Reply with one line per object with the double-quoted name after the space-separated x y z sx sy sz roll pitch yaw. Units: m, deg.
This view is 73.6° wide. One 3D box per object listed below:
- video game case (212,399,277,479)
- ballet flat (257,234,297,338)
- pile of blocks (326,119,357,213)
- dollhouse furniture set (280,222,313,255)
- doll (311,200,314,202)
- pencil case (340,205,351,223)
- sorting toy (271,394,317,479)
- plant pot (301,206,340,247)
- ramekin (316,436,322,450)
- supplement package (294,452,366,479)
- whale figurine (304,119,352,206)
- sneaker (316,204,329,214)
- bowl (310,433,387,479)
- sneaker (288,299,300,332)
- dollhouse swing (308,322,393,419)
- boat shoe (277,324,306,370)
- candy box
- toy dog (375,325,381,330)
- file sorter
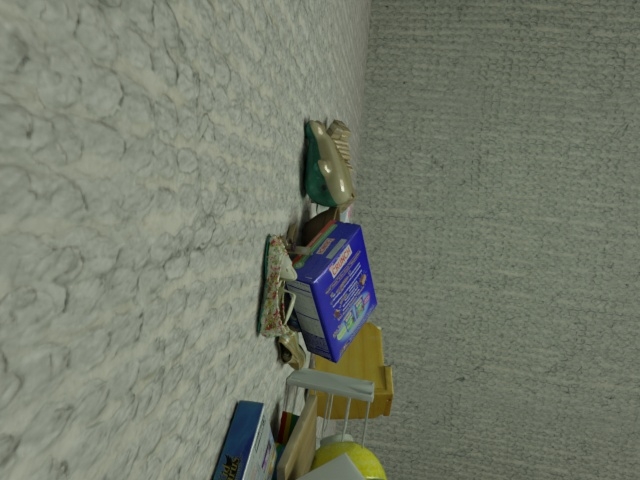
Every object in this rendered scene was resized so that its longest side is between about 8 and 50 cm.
-0.158 0.505 0.851 0.270 0.061 0.244 -75 166 -48 "video game case"
-0.093 0.108 0.995 0.091 0.077 0.241 20 74 -80 "ballet flat"
0.041 -0.290 1.645 0.112 0.149 0.363 3 79 -39 "pile of blocks"
-0.055 -0.010 1.157 0.091 0.081 0.114 86 13 -49 "dollhouse furniture set"
0.000 -0.227 1.494 0.129 0.046 0.189 163 -69 -77 "doll"
0.065 -0.046 1.844 0.124 0.113 0.273 165 -68 -73 "pencil case"
-0.091 0.612 1.209 0.257 0.089 0.256 -52 148 -60 "sorting toy"
0.000 0.000 1.442 0.237 0.109 0.238 6 90 -81 "plant pot"
-0.046 0.868 1.602 0.273 0.127 0.273 5 90 -81 "ramekin"
-0.013 0.698 1.035 0.175 0.292 0.178 35 -48 50 "supplement package"
0.000 -0.234 1.339 0.216 0.141 0.272 -52 122 -69 "whale figurine"
0.022 -0.106 1.697 0.152 0.061 0.054 68 27 -75 "sneaker"
0.063 0.741 1.421 0.290 0.289 0.156 84 -3 -52 "bowl"
-0.050 0.171 1.308 0.081 0.080 0.211 83 15 -62 "sneaker"
0.124 0.578 1.895 0.315 0.346 0.305 87 1 -45 "dollhouse swing"
-0.092 0.322 1.220 0.072 0.068 0.190 -60 147 -41 "boat shoe"
0.039 0.146 1.257 0.268 0.122 0.317 -46 135 -39 "candy box"
0.123 0.663 2.322 0.395 0.284 0.408 -27 -130 55 "toy dog"
0.027 0.548 1.418 0.193 0.277 0.173 37 63 -80 "file sorter"
